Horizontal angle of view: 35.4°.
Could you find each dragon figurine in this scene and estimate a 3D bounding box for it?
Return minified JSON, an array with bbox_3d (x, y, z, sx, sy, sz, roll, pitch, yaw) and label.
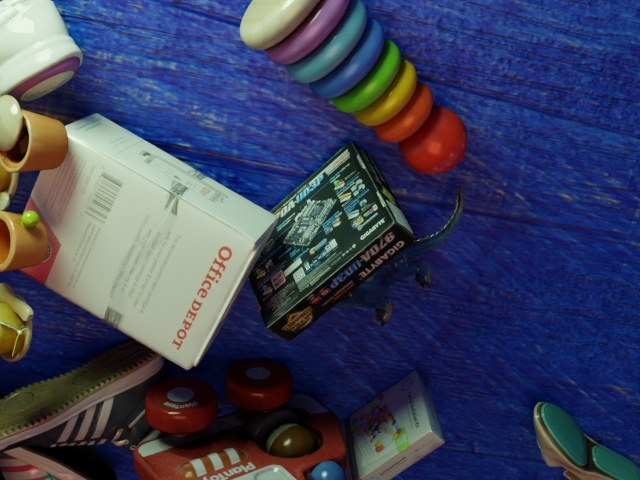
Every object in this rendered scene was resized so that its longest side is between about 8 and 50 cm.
[{"bbox_3d":[0.069,0.031,1.348,0.289,0.085,0.144,-42,138,24],"label":"dragon figurine"}]

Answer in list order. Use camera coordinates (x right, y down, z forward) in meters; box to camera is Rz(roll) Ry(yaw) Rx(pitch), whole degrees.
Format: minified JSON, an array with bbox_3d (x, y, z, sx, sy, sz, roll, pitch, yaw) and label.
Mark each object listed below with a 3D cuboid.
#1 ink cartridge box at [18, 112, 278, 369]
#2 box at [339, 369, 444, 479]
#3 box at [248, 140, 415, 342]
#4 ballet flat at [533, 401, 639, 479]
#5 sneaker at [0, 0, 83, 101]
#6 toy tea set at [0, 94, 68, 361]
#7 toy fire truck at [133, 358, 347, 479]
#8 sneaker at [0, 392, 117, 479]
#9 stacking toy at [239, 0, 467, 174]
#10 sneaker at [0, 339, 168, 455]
[{"bbox_3d":[-0.227,0.001,1.278,0.283,0.117,0.207,30,112,2],"label":"ink cartridge box"},{"bbox_3d":[0.088,0.293,1.475,0.186,0.145,0.038,-36,115,15],"label":"box"},{"bbox_3d":[0.000,0.000,1.302,0.220,0.175,0.051,-41,132,15],"label":"box"},{"bbox_3d":[0.396,0.339,1.562,0.248,0.086,0.086,37,109,-21],"label":"ballet flat"},{"bbox_3d":[-0.441,-0.213,1.223,0.305,0.114,0.152,-23,93,11],"label":"sneaker"},{"bbox_3d":[-0.420,-0.018,1.202,0.124,0.200,0.336,1,110,-48],"label":"toy tea set"},{"bbox_3d":[-0.097,0.303,1.380,0.302,0.254,0.169,-11,116,-32],"label":"toy fire truck"},{"bbox_3d":[-0.472,0.344,1.483,0.295,0.124,0.178,38,99,-21],"label":"sneaker"},{"bbox_3d":[0.063,-0.199,1.237,0.330,0.141,0.141,39,108,-25],"label":"stacking toy"},{"bbox_3d":[-0.336,0.262,1.418,0.282,0.099,0.153,-25,123,-21],"label":"sneaker"}]
